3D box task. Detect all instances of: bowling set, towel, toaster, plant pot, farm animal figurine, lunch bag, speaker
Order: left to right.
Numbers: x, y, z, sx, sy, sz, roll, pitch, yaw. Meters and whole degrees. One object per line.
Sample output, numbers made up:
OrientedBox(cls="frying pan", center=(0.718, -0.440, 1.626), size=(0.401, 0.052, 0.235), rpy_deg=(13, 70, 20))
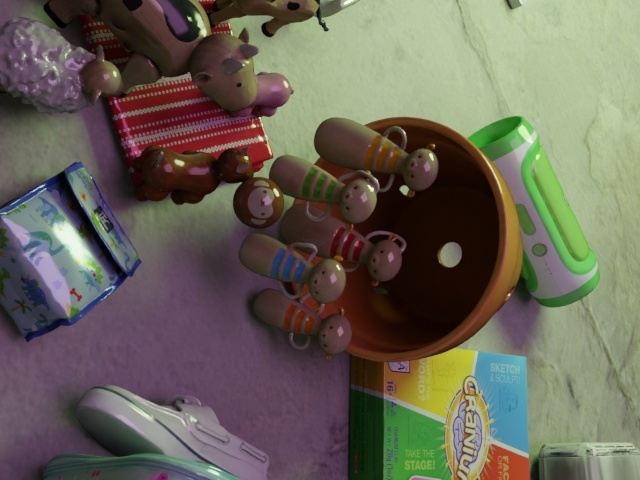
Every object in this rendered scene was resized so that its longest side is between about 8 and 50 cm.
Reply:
OrientedBox(cls="lunch bag", center=(-0.254, 0.004, 0.884), size=(0.129, 0.096, 0.151), rpy_deg=(61, 34, -12))
OrientedBox(cls="lunch bag", center=(-0.135, 0.269, 0.809), size=(0.224, 0.279, 0.108), rpy_deg=(39, 54, -29))
OrientedBox(cls="towel", center=(-0.171, -0.195, 1.038), size=(0.198, 0.031, 0.275), rpy_deg=(-20, 94, -41))
OrientedBox(cls="farm animal figurine", center=(-0.133, -0.218, 0.941), size=(0.326, 0.172, 0.331), rpy_deg=(35, 60, -29))
OrientedBox(cls="bowling set", center=(0.000, 0.000, 0.979), size=(0.200, 0.154, 0.287), rpy_deg=(-2, 112, -67))
OrientedBox(cls="plant pot", center=(0.131, 0.007, 1.131), size=(0.203, 0.290, 0.291), rpy_deg=(12, 73, -58))
OrientedBox(cls="speaker", center=(0.335, -0.043, 1.417), size=(0.131, 0.131, 0.297), rpy_deg=(-44, 112, -39))
OrientedBox(cls="toaster", center=(0.429, 0.397, 1.420), size=(0.226, 0.129, 0.147), rpy_deg=(10, 71, -39))

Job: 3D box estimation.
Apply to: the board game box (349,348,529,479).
OrientedBox(cls="board game box", center=(0.173, 0.270, 1.245), size=(0.316, 0.064, 0.242), rpy_deg=(11, 74, -41))

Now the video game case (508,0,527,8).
OrientedBox(cls="video game case", center=(0.330, -0.580, 1.586), size=(0.204, 0.025, 0.285), rpy_deg=(-46, 113, -38))

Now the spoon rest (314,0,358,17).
OrientedBox(cls="spoon rest", center=(-0.057, -0.406, 1.167), size=(0.137, 0.084, 0.276), rpy_deg=(-37, 94, -42))

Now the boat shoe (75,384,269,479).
OrientedBox(cls="boat shoe", center=(-0.149, 0.208, 0.949), size=(0.258, 0.095, 0.084), rpy_deg=(48, 49, -39))
